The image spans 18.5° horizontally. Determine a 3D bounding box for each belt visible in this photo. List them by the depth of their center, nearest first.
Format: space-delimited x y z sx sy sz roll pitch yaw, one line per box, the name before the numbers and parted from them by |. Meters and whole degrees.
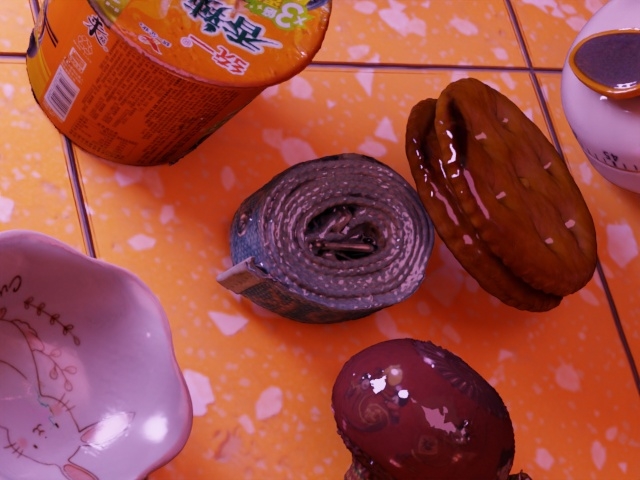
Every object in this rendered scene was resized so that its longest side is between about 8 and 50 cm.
belt | 0.008 0.001 1.640 0.163 0.082 0.147 25 63 -21

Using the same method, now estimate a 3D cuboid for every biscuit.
biscuit | 0.158 -0.039 1.708 0.220 0.066 0.220 40 30 -30

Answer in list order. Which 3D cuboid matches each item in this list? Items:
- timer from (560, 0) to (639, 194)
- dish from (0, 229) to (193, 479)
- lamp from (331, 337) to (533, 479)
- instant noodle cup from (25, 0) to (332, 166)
timer | 0.350 -0.135 1.835 0.240 0.233 0.233 54 39 -40
dish | -0.212 0.109 1.455 0.229 0.081 0.229 15 57 -25
lamp | 0.074 0.155 1.559 0.156 0.135 0.157 27 17 -50
instant noodle cup | -0.128 -0.176 1.605 0.230 0.182 0.230 14 56 -22
